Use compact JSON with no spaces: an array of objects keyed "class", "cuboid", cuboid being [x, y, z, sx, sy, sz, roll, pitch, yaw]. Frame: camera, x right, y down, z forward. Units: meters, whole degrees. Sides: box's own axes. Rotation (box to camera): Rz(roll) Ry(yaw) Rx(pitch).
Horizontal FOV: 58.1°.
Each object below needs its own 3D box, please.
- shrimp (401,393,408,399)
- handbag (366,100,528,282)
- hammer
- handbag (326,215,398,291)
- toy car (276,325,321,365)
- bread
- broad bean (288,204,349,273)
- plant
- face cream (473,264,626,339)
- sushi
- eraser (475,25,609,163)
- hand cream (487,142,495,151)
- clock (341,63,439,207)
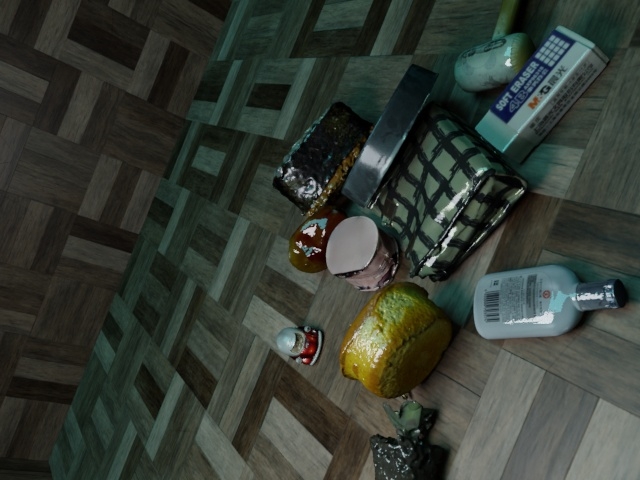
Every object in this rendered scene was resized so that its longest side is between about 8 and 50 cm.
[{"class":"shrimp","cuboid":[0.155,0.341,1.390,0.095,0.045,0.162,-58,39,16]},{"class":"handbag","cuboid":[0.279,-0.110,1.362,0.327,0.162,0.325,-56,35,27]},{"class":"hammer","cuboid":[0.444,-0.512,1.402,0.201,0.113,0.306,1,68,50]},{"class":"handbag","cuboid":[0.114,0.037,1.538,0.205,0.116,0.180,-14,63,48]},{"class":"toy car","cuboid":[-0.076,0.293,1.660,0.139,0.112,0.112,2,75,53]},{"class":"bread","cuboid":[0.167,0.227,1.270,0.145,0.268,0.269,41,106,40]},{"class":"broad bean","cuboid":[-0.001,0.001,1.674,0.229,0.156,0.122,-50,36,14]},{"class":"plant","cuboid":[0.184,0.447,1.230,0.131,0.142,0.203,-27,61,55]},{"class":"face cream","cuboid":[0.432,0.115,1.117,0.291,0.070,0.144,-18,59,48]},{"class":"sushi","cuboid":[0.011,-0.247,1.756,0.349,0.207,0.234,-51,2,6]},{"class":"eraser","cuboid":[0.479,-0.317,1.267,0.279,0.081,0.124,-53,39,21]},{"class":"hand cream","cuboid":[0.407,-0.191,1.359,0.030,0.019,0.093,-30,57,39]},{"class":"clock","cuboid":[0.172,-0.265,1.471,0.386,0.076,0.386,-60,-1,-1]}]
